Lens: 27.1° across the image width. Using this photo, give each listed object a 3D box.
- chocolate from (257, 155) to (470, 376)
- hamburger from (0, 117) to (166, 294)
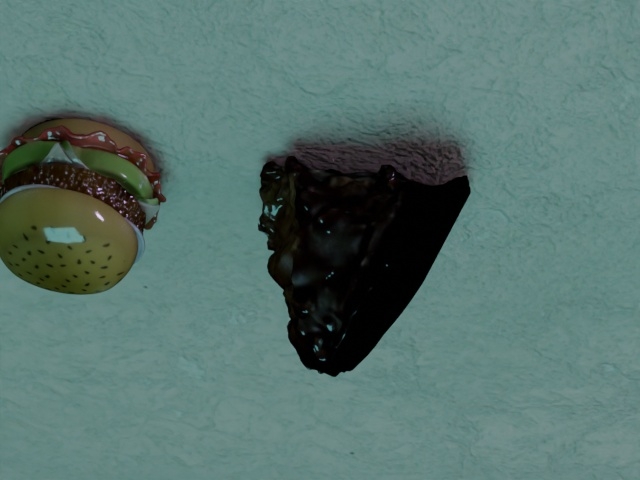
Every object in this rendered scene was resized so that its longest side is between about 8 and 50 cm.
[{"bbox_3d":[0.000,0.000,1.251,0.177,0.206,0.224,34,128,15],"label":"chocolate"},{"bbox_3d":[-0.238,-0.023,1.279,0.175,0.136,0.175,2,141,2],"label":"hamburger"}]
